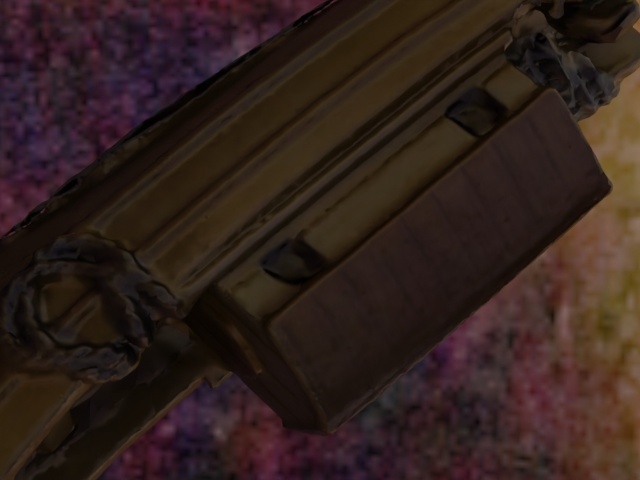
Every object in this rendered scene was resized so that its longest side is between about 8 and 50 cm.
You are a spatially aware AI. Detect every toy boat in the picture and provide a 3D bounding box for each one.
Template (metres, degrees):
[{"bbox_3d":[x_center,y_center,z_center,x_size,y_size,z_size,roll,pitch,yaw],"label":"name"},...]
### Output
[{"bbox_3d":[0.000,0.000,0.877,0.445,0.162,0.136,-37,155,-20],"label":"toy boat"}]
